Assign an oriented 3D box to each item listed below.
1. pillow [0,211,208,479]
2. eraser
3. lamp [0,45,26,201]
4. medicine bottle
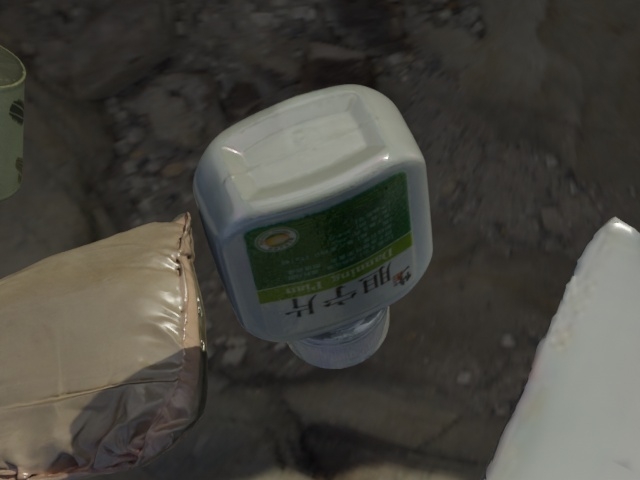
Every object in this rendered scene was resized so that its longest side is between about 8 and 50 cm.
[{"bbox_3d":[-0.197,0.084,1.048,0.270,0.067,0.173,-16,55,6],"label":"pillow"},{"bbox_3d":[0.087,0.152,0.625,0.082,0.397,0.213,24,79,12],"label":"eraser"},{"bbox_3d":[-0.292,-0.047,1.315,0.121,0.121,0.214,26,119,3],"label":"lamp"},{"bbox_3d":[0.000,0.000,0.940,0.119,0.183,0.069,-23,59,-8],"label":"medicine bottle"}]
